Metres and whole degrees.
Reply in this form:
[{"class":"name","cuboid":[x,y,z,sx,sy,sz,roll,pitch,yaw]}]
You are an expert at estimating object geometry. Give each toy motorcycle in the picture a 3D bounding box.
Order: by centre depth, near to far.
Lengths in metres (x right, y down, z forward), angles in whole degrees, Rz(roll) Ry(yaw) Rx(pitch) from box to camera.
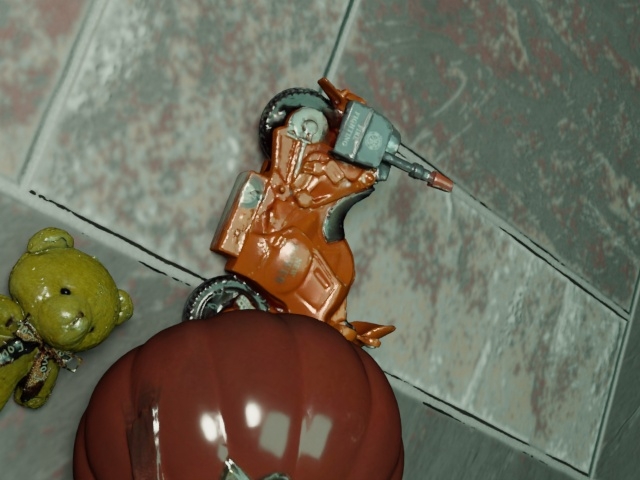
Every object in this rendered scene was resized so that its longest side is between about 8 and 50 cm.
[{"class":"toy motorcycle","cuboid":[0.000,0.000,1.139,0.221,0.148,0.325,24,81,-19]}]

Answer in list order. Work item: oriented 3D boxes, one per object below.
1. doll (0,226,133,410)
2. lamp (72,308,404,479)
[{"class":"doll","cuboid":[-0.257,0.093,0.928,0.209,0.097,0.137,-51,130,-23]},{"class":"lamp","cuboid":[-0.072,0.199,0.976,0.303,0.303,0.257,40,24,-38]}]
